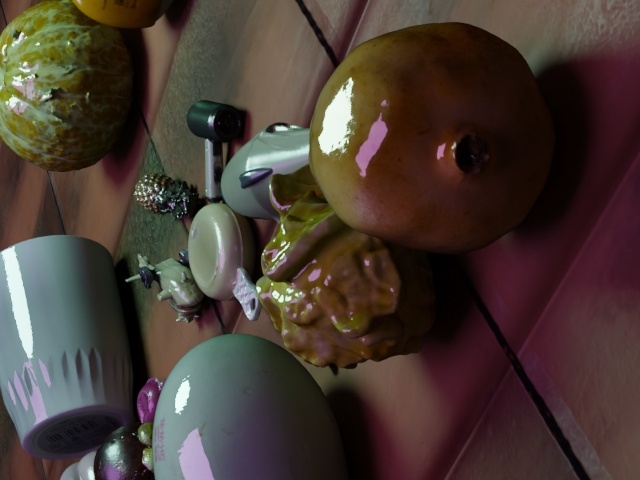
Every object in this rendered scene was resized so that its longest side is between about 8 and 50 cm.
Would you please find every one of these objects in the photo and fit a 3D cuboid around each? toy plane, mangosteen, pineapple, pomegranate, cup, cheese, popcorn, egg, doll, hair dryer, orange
[{"bbox_3d":[-0.250,0.067,1.918,0.286,0.092,0.108,26,137,58],"label":"toy plane"},{"bbox_3d":[-0.273,0.360,1.875,0.180,0.166,0.166,-48,43,18],"label":"mangosteen"},{"bbox_3d":[-0.245,-0.068,1.927,0.159,0.074,0.074,20,106,53],"label":"pineapple"},{"bbox_3d":[0.104,-0.096,1.096,0.233,0.233,0.233,-5,84,62],"label":"pomegranate"},{"bbox_3d":[-0.476,0.193,2.157,0.253,0.253,0.371,-56,44,46],"label":"cup"},{"bbox_3d":[-0.128,0.039,1.697,0.227,0.064,0.137,52,135,49],"label":"cheese"},{"bbox_3d":[0.022,0.026,1.244,0.235,0.181,0.216,-67,-39,-78],"label":"popcorn"},{"bbox_3d":[-0.276,0.271,1.997,0.145,0.038,0.095,-42,54,47],"label":"cheese"},{"bbox_3d":[-0.078,0.290,1.407,0.230,0.230,0.371,-46,55,53],"label":"egg"},{"bbox_3d":[-0.333,-0.479,1.986,0.236,0.213,0.213,-99,26,-49],"label":"doll"},{"bbox_3d":[-0.157,-0.111,1.785,0.100,0.057,0.197,25,119,61],"label":"hair dryer"},{"bbox_3d":[-0.490,-0.295,2.211,0.329,0.249,0.329,-10,77,54],"label":"orange"},{"bbox_3d":[0.009,-0.034,1.429,0.296,0.119,0.298,-46,65,47],"label":"hair dryer"}]

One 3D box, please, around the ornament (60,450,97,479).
[{"bbox_3d":[-0.359,0.448,2.002,0.177,0.177,0.177,-5,84,62],"label":"ornament"}]
